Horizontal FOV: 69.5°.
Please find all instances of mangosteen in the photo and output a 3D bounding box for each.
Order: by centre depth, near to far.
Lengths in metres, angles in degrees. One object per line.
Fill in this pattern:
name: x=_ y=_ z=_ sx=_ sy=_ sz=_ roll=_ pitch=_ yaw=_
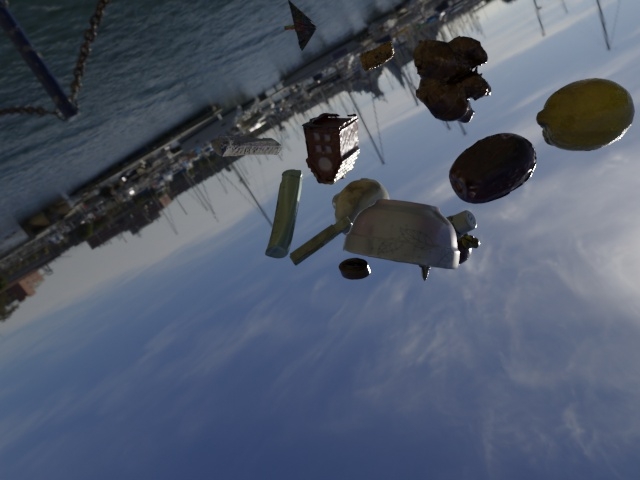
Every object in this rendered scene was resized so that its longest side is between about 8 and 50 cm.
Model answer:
mangosteen: x=0.613 y=0.025 z=2.073 sx=0.180 sy=0.166 sz=0.166 roll=-44 pitch=-175 yaw=35

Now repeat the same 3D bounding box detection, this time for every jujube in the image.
jujube: x=0.503 y=-0.217 z=1.348 sx=0.243 sy=0.184 sz=0.183 roll=-25 pitch=-165 yaw=-5

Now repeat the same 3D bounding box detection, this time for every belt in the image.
belt: x=0.091 y=0.073 z=1.230 sx=0.083 sy=0.036 sz=0.059 roll=1 pitch=-137 yaw=29

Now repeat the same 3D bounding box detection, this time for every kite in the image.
kite: x=-0.096 y=-0.998 z=2.135 sx=0.183 sy=0.241 sz=0.014 roll=-22 pitch=-172 yaw=-32

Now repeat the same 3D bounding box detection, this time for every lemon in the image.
lemon: x=0.909 y=-0.430 z=1.592 sx=0.319 sy=0.245 sz=0.245 roll=-3 pitch=-160 yaw=6

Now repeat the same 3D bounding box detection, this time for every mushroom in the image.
mushroom: x=0.206 y=-0.148 z=2.340 sx=0.315 sy=0.315 sz=0.356 roll=-34 pitch=169 yaw=-13

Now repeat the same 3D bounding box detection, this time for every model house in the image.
model house: x=0.049 y=-0.333 z=1.728 sx=0.159 sy=0.254 sz=0.196 roll=5 pitch=-151 yaw=26

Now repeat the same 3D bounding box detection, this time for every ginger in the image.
ginger: x=0.506 y=-0.613 z=1.780 sx=0.274 sy=0.358 sz=0.152 roll=-15 pitch=-154 yaw=4

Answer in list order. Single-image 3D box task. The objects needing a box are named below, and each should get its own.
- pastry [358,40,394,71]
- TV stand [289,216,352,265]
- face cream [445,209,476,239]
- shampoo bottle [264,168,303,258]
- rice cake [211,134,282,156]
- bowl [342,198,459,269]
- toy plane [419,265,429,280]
pastry: x=0.225 y=-0.725 z=1.816 sx=0.140 sy=0.080 sz=0.056 roll=-20 pitch=176 yaw=9
TV stand: x=0.000 y=0.000 z=1.605 sx=0.249 sy=0.036 sz=0.042 roll=-35 pitch=156 yaw=3
face cream: x=0.469 y=-0.023 z=1.837 sx=0.314 sy=0.143 sz=0.089 roll=-31 pitch=-175 yaw=43
shampoo bottle: x=-0.077 y=-0.062 z=1.008 sx=0.072 sy=0.049 sz=0.213 roll=-47 pitch=-151 yaw=51
rice cake: x=-0.285 y=-0.374 z=1.829 sx=0.064 sy=0.070 sz=0.399 roll=-52 pitch=163 yaw=27
bowl: x=0.206 y=-0.021 z=1.152 sx=0.286 sy=0.144 sz=0.287 roll=8 pitch=-179 yaw=0
toy plane: x=0.503 y=0.092 z=2.201 sx=0.088 sy=0.212 sz=0.267 roll=-60 pitch=-171 yaw=31
